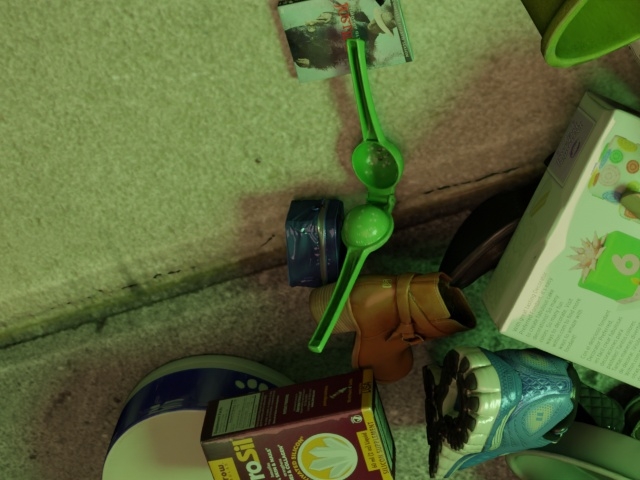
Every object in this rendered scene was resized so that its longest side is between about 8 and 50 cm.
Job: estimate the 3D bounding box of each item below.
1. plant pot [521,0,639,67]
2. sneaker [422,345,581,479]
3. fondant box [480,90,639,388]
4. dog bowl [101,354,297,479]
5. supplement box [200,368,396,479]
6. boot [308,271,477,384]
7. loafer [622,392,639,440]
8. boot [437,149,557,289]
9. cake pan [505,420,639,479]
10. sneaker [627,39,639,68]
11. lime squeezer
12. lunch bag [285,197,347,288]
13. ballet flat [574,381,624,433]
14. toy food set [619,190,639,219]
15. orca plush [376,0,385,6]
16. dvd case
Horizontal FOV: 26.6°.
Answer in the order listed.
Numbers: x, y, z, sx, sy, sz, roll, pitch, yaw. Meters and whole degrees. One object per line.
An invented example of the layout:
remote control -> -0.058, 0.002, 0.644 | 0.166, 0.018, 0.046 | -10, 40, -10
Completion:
plant pot -> 0.224, -0.377, 0.997 | 0.366, 0.366, 0.353 | -37, 80, 26
sneaker -> 0.189, 0.180, 1.409 | 0.147, 0.330, 0.129 | -1, 79, -6
fondant box -> 0.358, 0.030, 1.314 | 0.330, 0.096, 0.238 | 22, 105, -13
dog bowl -> -0.120, 0.271, 1.600 | 0.265, 0.104, 0.264 | 4, 122, 6
supplement box -> -0.023, 0.216, 1.448 | 0.188, 0.081, 0.104 | -13, 115, 9
boot -> 0.097, 0.095, 1.434 | 0.152, 0.073, 0.197 | -11, 150, 28
loafer -> 0.449, 0.247, 1.510 | 0.251, 0.087, 0.094 | 30, 121, -10
boot -> 0.278, 0.030, 1.403 | 0.263, 0.091, 0.229 | -38, 108, 24
cake pan -> 0.345, 0.277, 1.473 | 0.293, 0.054, 0.293 | 25, 164, 8
sneaker -> 0.324, -0.192, 1.265 | 0.085, 0.086, 0.237 | -33, 110, 26
lime squeezer -> 0.045, -0.041, 1.367 | 0.059, 0.110, 0.310 | 9, 93, 15
lunch bag -> 0.000, 0.000, 1.440 | 0.065, 0.067, 0.098 | 1, 120, 7
ballet flat -> 0.256, 0.172, 1.505 | 0.173, 0.049, 0.057 | 22, 128, 14
toy food set -> 0.373, -0.052, 1.188 | 0.132, 0.038, 0.192 | 39, 138, -17
orca plush -> 0.143, -0.295, 1.203 | 0.287, 0.102, 0.151 | -9, 105, 21
dvd case -> 0.025, -0.207, 1.343 | 0.119, 0.013, 0.087 | -9, 119, 13
